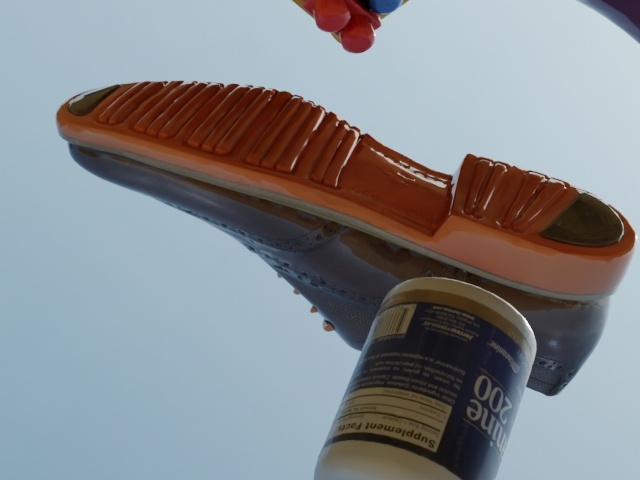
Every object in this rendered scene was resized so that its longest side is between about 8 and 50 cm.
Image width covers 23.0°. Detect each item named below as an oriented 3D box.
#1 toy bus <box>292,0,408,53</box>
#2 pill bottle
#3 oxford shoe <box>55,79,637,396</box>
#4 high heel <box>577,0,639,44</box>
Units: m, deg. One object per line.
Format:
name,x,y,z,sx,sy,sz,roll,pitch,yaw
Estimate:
toy bus,-0.006,-0.245,1.147,0.149,0.220,0.211,-31,-137,25
pill bottle,0.037,0.079,0.609,0.067,0.067,0.120,12,-124,18
oxford shoe,0.000,0.000,0.965,0.364,0.132,0.130,19,-151,11
high heel,0.203,-0.183,0.690,0.181,0.377,0.127,36,-118,-17
